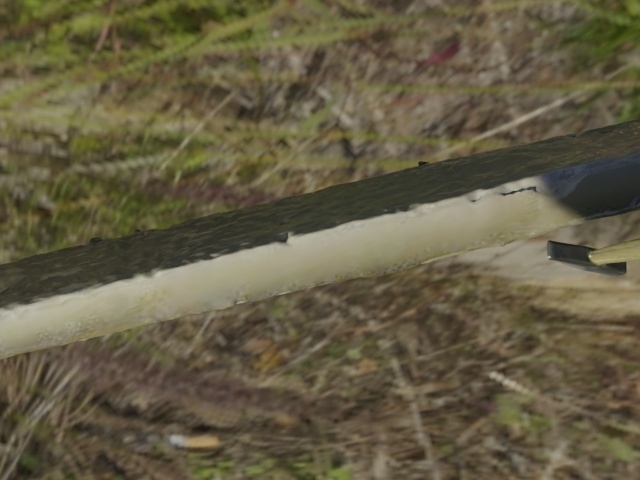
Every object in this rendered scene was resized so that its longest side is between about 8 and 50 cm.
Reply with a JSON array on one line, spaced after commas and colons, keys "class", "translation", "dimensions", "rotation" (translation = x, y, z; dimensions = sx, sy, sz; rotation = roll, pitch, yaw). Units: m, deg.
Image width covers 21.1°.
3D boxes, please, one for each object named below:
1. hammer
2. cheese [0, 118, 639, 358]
[{"class": "hammer", "translation": [0.207, -0.003, 0.894], "dimensions": [0.062, 0.199, 0.013], "rotation": [11, 74, -38]}, {"class": "cheese", "translation": [-0.001, -0.002, 0.792], "dimensions": [0.400, 0.085, 0.034], "rotation": [-13, 103, 3]}]
